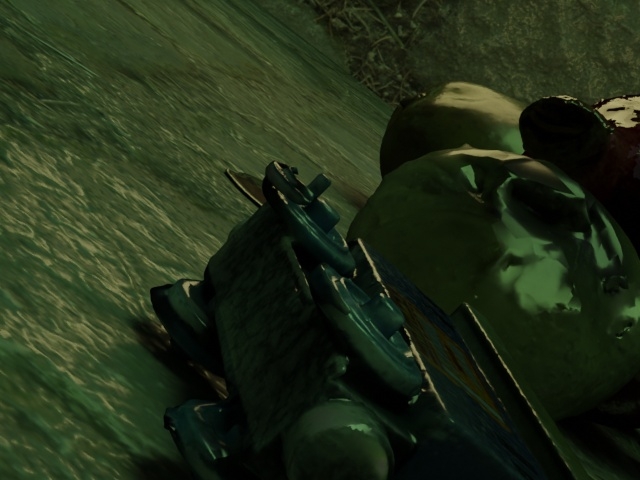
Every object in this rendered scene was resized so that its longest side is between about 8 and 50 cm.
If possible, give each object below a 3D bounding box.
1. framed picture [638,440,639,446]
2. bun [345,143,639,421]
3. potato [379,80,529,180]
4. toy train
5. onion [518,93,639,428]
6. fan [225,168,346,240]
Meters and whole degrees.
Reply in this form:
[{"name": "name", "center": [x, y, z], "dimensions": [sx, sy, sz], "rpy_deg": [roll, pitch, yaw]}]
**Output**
[{"name": "framed picture", "center": [0.464, 0.325, 1.332], "dimensions": [0.296, 0.019, 0.232], "rpy_deg": [30, 13, -34]}, {"name": "bun", "center": [0.145, 0.027, 1.067], "dimensions": [0.272, 0.168, 0.273], "rpy_deg": [14, 35, -10]}, {"name": "potato", "center": [0.221, -0.053, 1.600], "dimensions": [0.326, 0.221, 0.243], "rpy_deg": [35, 19, -20]}, {"name": "toy train", "center": [0.020, 0.083, 0.679], "dimensions": [0.202, 0.131, 0.300], "rpy_deg": [41, 10, -19]}, {"name": "onion", "center": [0.292, -0.013, 1.276], "dimensions": [0.385, 0.348, 0.348], "rpy_deg": [46, 2, -44]}, {"name": "fan", "center": [0.000, 0.000, 1.240], "dimensions": [0.220, 0.009, 0.132], "rpy_deg": [42, 14, 28]}]
